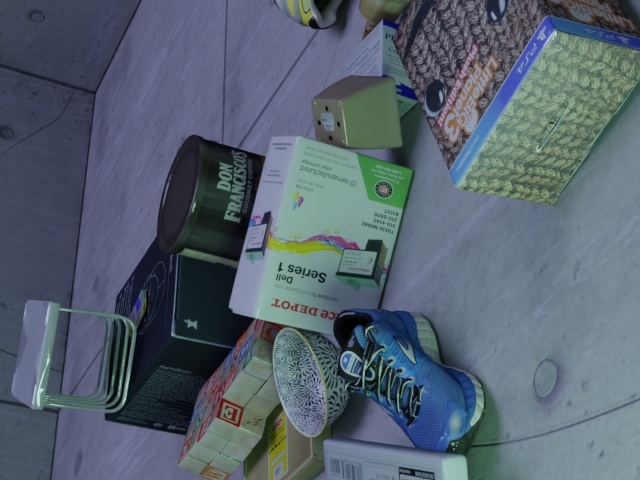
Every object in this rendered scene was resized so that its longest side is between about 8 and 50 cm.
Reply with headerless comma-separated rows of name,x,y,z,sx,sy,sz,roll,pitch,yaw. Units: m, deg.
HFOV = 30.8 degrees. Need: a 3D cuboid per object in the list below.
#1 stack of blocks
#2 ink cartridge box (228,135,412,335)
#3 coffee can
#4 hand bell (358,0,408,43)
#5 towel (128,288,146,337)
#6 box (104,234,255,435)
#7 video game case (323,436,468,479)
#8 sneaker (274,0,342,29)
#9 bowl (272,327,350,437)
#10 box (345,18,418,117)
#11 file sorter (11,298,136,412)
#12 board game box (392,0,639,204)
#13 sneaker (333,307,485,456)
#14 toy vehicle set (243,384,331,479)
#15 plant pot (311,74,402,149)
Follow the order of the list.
stack of blocks,-0.129,0.262,1.968,0.297,0.087,0.171,-53,17,40
ink cartridge box,0.000,0.000,1.763,0.117,0.201,0.278,11,86,66
coffee can,-0.113,-0.046,1.963,0.201,0.275,0.201,-46,37,50
hand bell,0.085,-0.349,1.948,0.242,0.126,0.126,111,160,-46
towel,-0.346,0.138,2.196,0.083,0.009,0.060,-58,28,37
box,-0.249,0.161,2.243,0.395,0.212,0.293,131,146,-49
video game case,0.093,0.399,1.416,0.329,0.036,0.299,167,100,-65
sneaker,0.049,-0.563,2.136,0.147,0.145,0.384,49,127,39
bowl,0.000,0.207,1.767,0.170,0.080,0.170,32,128,53
box,0.098,-0.259,1.866,0.126,0.072,0.137,-39,42,53
file sorter,-0.470,0.220,2.213,0.278,0.173,0.192,175,104,-68
board game box,0.229,-0.230,1.392,0.232,0.141,0.291,-61,32,37
sneaker,0.096,0.186,1.492,0.129,0.147,0.330,-69,25,16
toy vehicle set,-0.058,0.339,1.910,0.267,0.035,0.166,-50,33,46
plant pot,0.048,-0.187,1.770,0.109,0.096,0.109,12,116,50
